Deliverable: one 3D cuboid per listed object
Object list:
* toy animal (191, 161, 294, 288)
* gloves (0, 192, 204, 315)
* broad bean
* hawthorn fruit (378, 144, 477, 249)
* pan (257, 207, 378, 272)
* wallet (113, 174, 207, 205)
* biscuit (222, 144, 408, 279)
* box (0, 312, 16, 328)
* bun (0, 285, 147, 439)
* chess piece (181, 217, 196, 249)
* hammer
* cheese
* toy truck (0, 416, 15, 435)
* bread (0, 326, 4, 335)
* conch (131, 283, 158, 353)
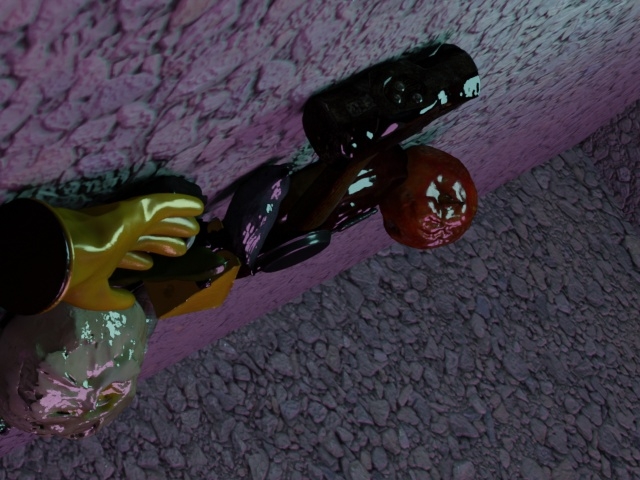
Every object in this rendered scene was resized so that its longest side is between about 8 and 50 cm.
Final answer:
[{"bbox_3d":[-0.099,-0.019,1.570,0.210,0.117,0.121,-38,-170,21],"label":"toy animal"},{"bbox_3d":[-0.228,0.007,1.195,0.133,0.116,0.294,-29,170,26],"label":"gloves"},{"bbox_3d":[-0.225,0.038,1.529,0.254,0.047,0.065,-7,-157,33],"label":"broad bean"},{"bbox_3d":[0.213,-0.077,2.043,0.207,0.208,0.243,-29,-168,-12],"label":"hawthorn fruit"},{"bbox_3d":[0.000,0.000,1.785,0.235,0.028,0.136,-24,171,-20],"label":"pan"},{"bbox_3d":[-0.257,-0.007,1.347,0.229,0.049,0.182,-29,176,6],"label":"wallet"},{"bbox_3d":[-0.021,-0.043,1.898,0.407,0.091,0.407,-31,173,-4],"label":"biscuit"},{"bbox_3d":[-0.412,0.146,1.612,0.144,0.090,0.201,-25,172,-38],"label":"box"},{"bbox_3d":[-0.326,0.169,1.438,0.239,0.141,0.239,-36,148,-27],"label":"bun"},{"bbox_3d":[-0.199,-0.016,1.486,0.067,0.067,0.103,-31,-177,6],"label":"chess piece"},{"bbox_3d":[0.048,-0.112,1.524,0.242,0.095,0.409,-27,166,-29],"label":"hammer"},{"bbox_3d":[-0.191,0.042,1.746,0.126,0.093,0.171,-8,157,-41],"label":"cheese"},{"bbox_3d":[-0.586,0.309,1.970,0.285,0.111,0.136,-28,171,-40],"label":"toy truck"},{"bbox_3d":[-0.473,0.157,1.462,0.094,0.083,0.157,-11,157,31],"label":"bread"},{"bbox_3d":[-0.328,0.139,1.856,0.233,0.114,0.137,-33,-172,-23],"label":"conch"}]
